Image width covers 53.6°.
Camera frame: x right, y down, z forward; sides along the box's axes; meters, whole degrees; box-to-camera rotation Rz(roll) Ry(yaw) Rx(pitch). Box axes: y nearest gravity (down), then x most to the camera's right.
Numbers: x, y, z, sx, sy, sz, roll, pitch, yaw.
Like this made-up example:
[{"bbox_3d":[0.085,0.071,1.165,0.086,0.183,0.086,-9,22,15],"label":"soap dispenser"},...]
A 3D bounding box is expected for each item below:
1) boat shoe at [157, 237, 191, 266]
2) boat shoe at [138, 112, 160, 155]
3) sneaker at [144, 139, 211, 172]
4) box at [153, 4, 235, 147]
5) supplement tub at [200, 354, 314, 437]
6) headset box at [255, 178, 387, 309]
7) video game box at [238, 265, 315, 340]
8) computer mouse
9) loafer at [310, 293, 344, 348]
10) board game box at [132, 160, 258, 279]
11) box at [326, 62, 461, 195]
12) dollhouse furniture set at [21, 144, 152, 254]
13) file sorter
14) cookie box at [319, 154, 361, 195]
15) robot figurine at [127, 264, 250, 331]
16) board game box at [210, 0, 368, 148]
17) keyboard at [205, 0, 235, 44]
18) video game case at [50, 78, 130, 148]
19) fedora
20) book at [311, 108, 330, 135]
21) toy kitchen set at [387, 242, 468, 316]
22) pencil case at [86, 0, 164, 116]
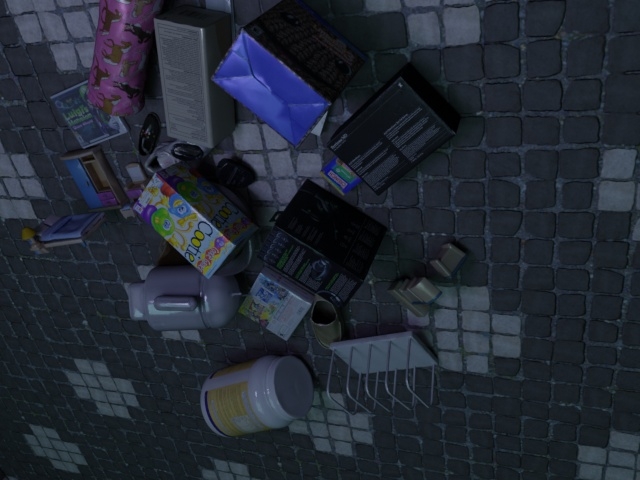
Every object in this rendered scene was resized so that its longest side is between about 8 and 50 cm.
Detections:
[{"bbox_3d":[-0.444,0.013,1.971,0.105,0.089,0.285,10,135,-18],"label":"boat shoe"},{"bbox_3d":[-0.484,-0.296,1.784,0.049,0.042,0.133,27,128,5],"label":"boat shoe"},{"bbox_3d":[-0.389,-0.234,1.739,0.232,0.115,0.090,-21,114,33],"label":"sneaker"},{"bbox_3d":[-0.306,-0.402,1.572,0.148,0.121,0.311,18,130,17],"label":"box"},{"bbox_3d":[-0.212,0.520,2.126,0.331,0.241,0.241,-21,114,33],"label":"supplement tub"},{"bbox_3d":[0.000,0.000,1.663,0.283,0.246,0.131,31,129,-2],"label":"headset box"},{"bbox_3d":[-0.140,0.201,1.993,0.187,0.048,0.205,31,129,-3],"label":"video game box"},{"bbox_3d":[-0.289,-0.209,1.720,0.242,0.041,0.071,24,121,-25],"label":"computer mouse"},{"bbox_3d":[0.014,0.237,1.926,0.102,0.092,0.268,7,126,18],"label":"loafer"},{"bbox_3d":[-0.329,-0.059,1.679,0.275,0.144,0.142,43,120,1],"label":"board game box"},{"bbox_3d":[0.171,-0.258,1.502,0.184,0.103,0.261,42,129,-13],"label":"box"},{"bbox_3d":[-0.689,-0.119,1.825,0.286,0.303,0.198,-6,122,26],"label":"dollhouse furniture set"},{"bbox_3d":[0.184,0.407,1.893,0.278,0.173,0.193,-14,139,29],"label":"file sorter"},{"bbox_3d":[0.066,-0.183,1.638,0.092,0.040,0.107,42,129,-11],"label":"cookie box"},{"bbox_3d":[-0.398,0.173,1.928,0.354,0.300,0.199,-4,96,7],"label":"robot figurine"},{"bbox_3d":[-0.058,-0.378,1.387,0.232,0.291,0.141,38,128,-8],"label":"board game box"},{"bbox_3d":[-0.242,-0.511,1.551,0.072,0.014,0.256,15,128,19],"label":"keyboard"},{"bbox_3d":[-0.662,-0.365,1.820,0.190,0.022,0.173,-12,118,29],"label":"video game case"},{"bbox_3d":[-0.279,-0.048,1.819,0.244,0.124,0.275,-18,103,29],"label":"fedora"},{"bbox_3d":[-0.049,-0.335,1.587,0.144,0.035,0.096,23,125,7],"label":"book"},{"bbox_3d":[0.309,0.110,1.736,0.122,0.166,0.207,41,165,-8],"label":"toy kitchen set"},{"bbox_3d":[-0.482,-0.492,1.560,0.160,0.167,0.386,39,132,15],"label":"pencil case"}]
